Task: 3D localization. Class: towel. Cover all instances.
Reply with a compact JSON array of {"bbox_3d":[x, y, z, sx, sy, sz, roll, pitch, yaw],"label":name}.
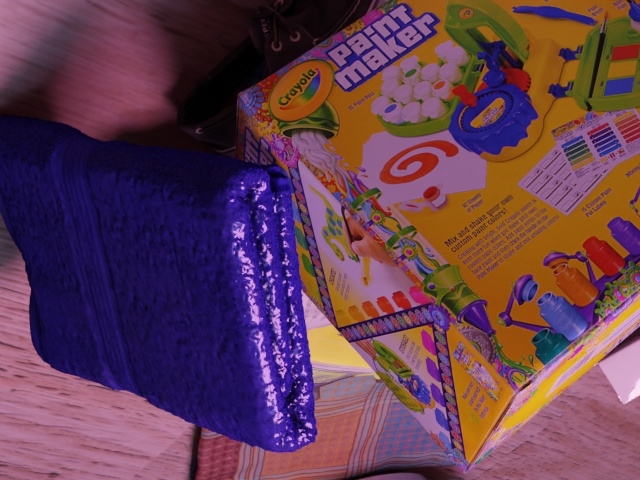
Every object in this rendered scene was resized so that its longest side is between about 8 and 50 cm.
[{"bbox_3d":[-0.128,0.022,0.941,0.076,0.308,0.228,-30,121,-38],"label":"towel"},{"bbox_3d":[0.032,0.219,1.487,0.370,0.040,0.271,-7,140,-16],"label":"towel"}]

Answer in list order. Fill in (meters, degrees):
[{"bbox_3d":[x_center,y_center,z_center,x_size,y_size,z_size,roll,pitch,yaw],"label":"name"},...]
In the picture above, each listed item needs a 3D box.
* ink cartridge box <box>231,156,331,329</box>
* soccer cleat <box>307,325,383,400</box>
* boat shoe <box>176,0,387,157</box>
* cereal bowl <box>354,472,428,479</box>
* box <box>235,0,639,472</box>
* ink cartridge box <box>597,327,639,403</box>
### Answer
[{"bbox_3d":[0.000,0.000,1.097,0.273,0.114,0.197,-12,161,-12],"label":"ink cartridge box"},{"bbox_3d":[0.042,0.081,1.258,0.289,0.093,0.121,-17,111,8],"label":"soccer cleat"},{"bbox_3d":[-0.032,-0.151,0.975,0.076,0.080,0.228,17,137,-41],"label":"boat shoe"},{"bbox_3d":[0.074,0.393,1.608,0.339,0.141,0.339,-11,156,-5],"label":"cereal bowl"},{"bbox_3d":[0.133,-0.043,0.914,0.290,0.279,0.177,-35,161,-20],"label":"box"},{"bbox_3d":[0.395,0.137,1.492,0.181,0.061,0.104,-32,178,14],"label":"ink cartridge box"}]
